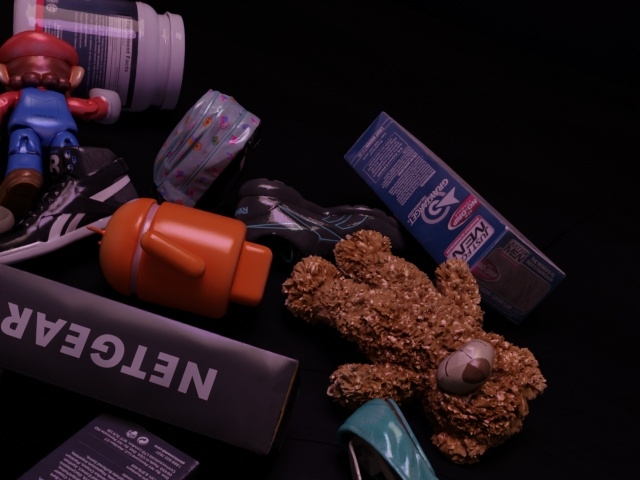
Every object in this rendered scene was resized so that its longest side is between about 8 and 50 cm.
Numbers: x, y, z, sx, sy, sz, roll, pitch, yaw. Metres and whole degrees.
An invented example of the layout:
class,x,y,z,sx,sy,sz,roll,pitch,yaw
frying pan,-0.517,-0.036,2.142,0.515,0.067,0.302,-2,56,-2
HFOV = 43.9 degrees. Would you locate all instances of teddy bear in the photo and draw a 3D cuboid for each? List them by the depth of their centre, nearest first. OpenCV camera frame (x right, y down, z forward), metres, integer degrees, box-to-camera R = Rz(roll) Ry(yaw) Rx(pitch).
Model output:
class,x,y,z,sx,sy,sz,roll,pitch,yaw
teddy bear,0.104,0.101,0.948,0.245,0.113,0.338,-11,44,-21

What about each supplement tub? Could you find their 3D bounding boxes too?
class,x,y,z,sx,sy,sz,roll,pitch,yaw
supplement tub,-0.385,-0.323,1.369,0.272,0.191,0.191,3,33,-21

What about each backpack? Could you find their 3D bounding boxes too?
class,x,y,z,sx,sy,sz,roll,pitch,yaw
backpack,-0.165,-0.123,1.138,0.115,0.182,0.152,33,30,-18

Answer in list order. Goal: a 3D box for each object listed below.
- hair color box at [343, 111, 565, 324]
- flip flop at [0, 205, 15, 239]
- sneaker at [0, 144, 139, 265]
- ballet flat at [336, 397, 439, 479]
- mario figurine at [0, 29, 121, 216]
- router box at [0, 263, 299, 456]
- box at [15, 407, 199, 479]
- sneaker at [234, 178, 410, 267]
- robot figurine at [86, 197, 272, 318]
class,x,y,z,sx,sy,sz,roll,pitch,yaw
hair color box,0.190,-0.041,1.193,0.174,0.105,0.347,31,15,-41
flip flop,-0.521,-0.065,0.995,0.277,0.080,0.112,16,31,1
sneaker,-0.336,-0.052,0.991,0.217,0.121,0.079,-27,11,-41
ballet flat,0.090,0.259,0.765,0.087,0.083,0.247,-25,44,-15
mario figurine,-0.404,-0.162,1.166,0.198,0.170,0.320,35,32,-49
router box,-0.174,0.112,0.725,0.309,0.243,0.081,18,75,3
box,-0.180,0.237,0.581,0.093,0.156,0.158,26,32,18
sneaker,0.000,0.000,1.142,0.267,0.101,0.106,14,57,-12
robot figurine,-0.171,0.020,0.968,0.219,0.128,0.158,14,30,-2
